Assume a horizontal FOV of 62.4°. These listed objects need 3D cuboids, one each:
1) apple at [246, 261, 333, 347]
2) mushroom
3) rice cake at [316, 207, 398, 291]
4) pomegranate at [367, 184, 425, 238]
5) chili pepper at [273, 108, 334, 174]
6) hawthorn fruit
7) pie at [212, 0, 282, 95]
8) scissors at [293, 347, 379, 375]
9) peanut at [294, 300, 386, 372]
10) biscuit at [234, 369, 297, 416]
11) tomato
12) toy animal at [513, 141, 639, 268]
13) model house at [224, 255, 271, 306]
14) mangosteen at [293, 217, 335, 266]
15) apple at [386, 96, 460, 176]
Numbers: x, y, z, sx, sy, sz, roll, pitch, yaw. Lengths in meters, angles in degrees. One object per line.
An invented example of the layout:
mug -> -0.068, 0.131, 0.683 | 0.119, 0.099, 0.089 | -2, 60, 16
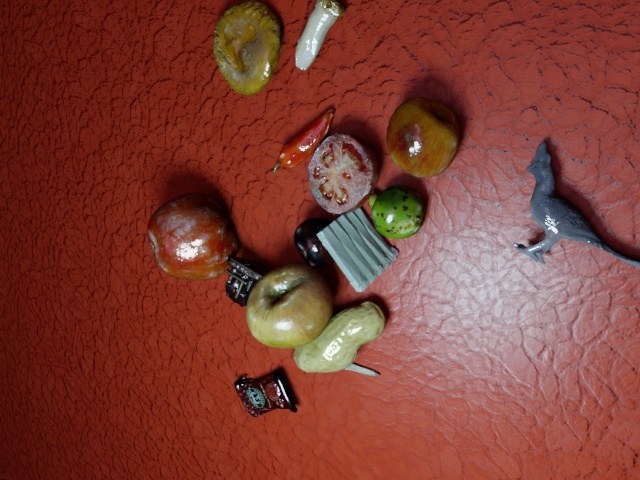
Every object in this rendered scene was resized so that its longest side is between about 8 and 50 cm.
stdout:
apple -> -0.084, 0.189, 1.503 | 0.261, 0.261, 0.194 | 6, 148, 29
mushroom -> -0.009, -0.568, 1.439 | 0.084, 0.071, 0.209 | 26, 121, -12
rice cake -> 0.104, 0.016, 1.453 | 0.198, 0.189, 0.037 | 47, 148, 7
pomegranate -> 0.190, -0.079, 1.400 | 0.169, 0.122, 0.143 | 27, 115, 21
chili pepper -> -0.051, -0.277, 1.533 | 0.272, 0.063, 0.071 | -38, 94, 28
hawthorn fruit -> -0.410, -0.009, 1.692 | 0.284, 0.284, 0.284 | 7, 104, 28
pie -> -0.218, -0.567, 1.558 | 0.273, 0.069, 0.273 | 6, 101, 32
scissors -> 0.046, 0.377, 1.645 | 0.300, 0.022, 0.109 | 10, 105, 26
peanut -> 0.061, 0.295, 1.550 | 0.319, 0.147, 0.147 | -36, 82, 21
biscuit -> -0.184, 0.519, 1.783 | 0.235, 0.063, 0.151 | -22, 89, 34
tomato -> 0.069, -0.181, 1.459 | 0.225, 0.085, 0.225 | 3, 95, 36
toy animal -> 0.554, -0.025, 1.223 | 0.206, 0.081, 0.367 | -40, 80, 19
model house -> -0.214, 0.159, 1.678 | 0.203, 0.141, 0.164 | 29, 104, 18
mangosteen -> 0.000, 0.000, 1.526 | 0.152, 0.152, 0.152 | 7, 104, 28
apple -> 0.250, -0.256, 1.322 | 0.195, 0.160, 0.173 | 54, 142, 16
